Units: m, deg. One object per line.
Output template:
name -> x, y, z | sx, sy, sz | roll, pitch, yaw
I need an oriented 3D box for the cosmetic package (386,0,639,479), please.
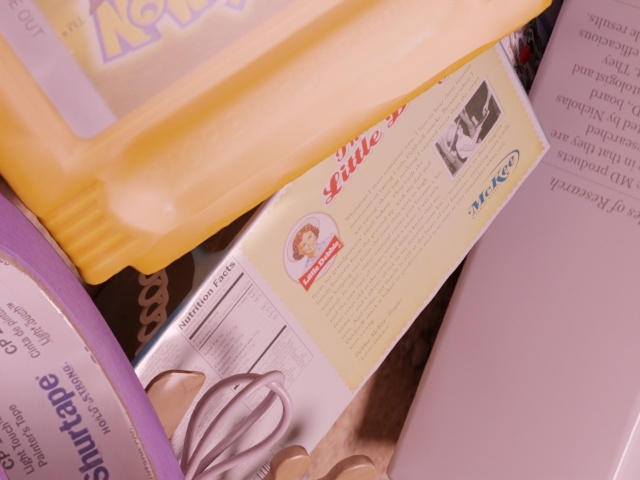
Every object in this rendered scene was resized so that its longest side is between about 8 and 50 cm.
cosmetic package -> 0.229, -0.015, 1.289 | 0.230, 0.161, 0.453 | 2, 110, -64

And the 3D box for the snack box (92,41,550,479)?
snack box -> 0.000, 0.000, 1.081 | 0.322, 0.060, 0.187 | -51, 142, -13

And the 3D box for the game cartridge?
game cartridge -> -0.062, -0.154, 0.832 | 0.285, 0.053, 0.324 | -35, 130, -2

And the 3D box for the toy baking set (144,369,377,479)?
toy baking set -> -0.077, 0.155, 1.038 | 0.196, 0.030, 0.256 | -37, 141, 5

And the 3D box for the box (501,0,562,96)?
box -> 0.099, -0.135, 1.215 | 0.159, 0.044, 0.233 | -53, 142, -26

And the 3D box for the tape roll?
tape roll -> -0.143, 0.105, 0.788 | 0.090, 0.275, 0.275 | -28, 143, 9
